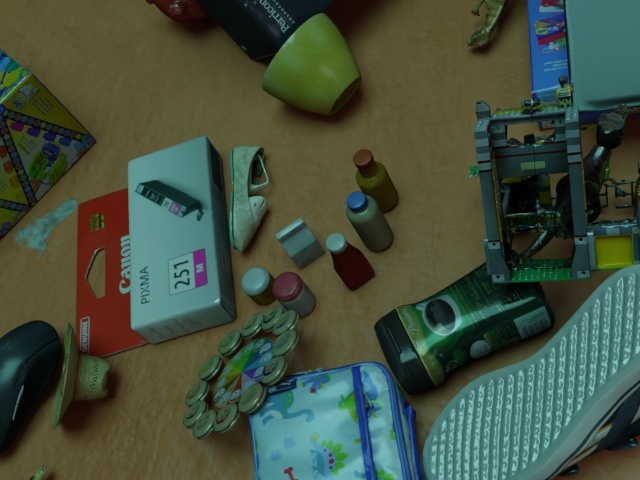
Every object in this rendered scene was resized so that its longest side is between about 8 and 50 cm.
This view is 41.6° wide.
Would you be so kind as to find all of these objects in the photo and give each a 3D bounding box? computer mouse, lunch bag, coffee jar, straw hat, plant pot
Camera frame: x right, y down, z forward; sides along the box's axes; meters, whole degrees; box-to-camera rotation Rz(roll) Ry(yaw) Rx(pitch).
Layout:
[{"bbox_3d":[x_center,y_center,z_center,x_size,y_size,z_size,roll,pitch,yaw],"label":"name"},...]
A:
[{"bbox_3d":[-0.402,0.233,1.070,0.184,0.060,0.262,27,82,31],"label":"computer mouse"},{"bbox_3d":[0.020,0.244,0.893,0.176,0.090,0.219,-13,59,12],"label":"lunch bag"},{"bbox_3d":[0.155,0.092,0.929,0.184,0.079,0.096,-27,51,4],"label":"coffee jar"},{"bbox_3d":[-0.297,0.174,1.069,0.061,0.144,0.145,8,57,-19],"label":"straw hat"},{"bbox_3d":[-0.001,-0.228,1.159,0.095,0.134,0.134,42,82,7],"label":"plant pot"}]

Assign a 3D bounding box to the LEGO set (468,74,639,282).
[{"bbox_3d":[0.293,-0.090,0.858,0.331,0.192,0.255,0,24,27],"label":"LEGO set"}]

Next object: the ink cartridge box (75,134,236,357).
[{"bbox_3d":[-0.243,0.010,1.152,0.238,0.060,0.275,-17,57,11],"label":"ink cartridge box"}]

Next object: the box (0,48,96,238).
[{"bbox_3d":[-0.565,-0.166,1.310,0.290,0.177,0.279,37,80,33],"label":"box"}]

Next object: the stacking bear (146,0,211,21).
[{"bbox_3d":[-0.159,-0.469,1.340,0.175,0.164,0.289,35,83,34],"label":"stacking bear"}]

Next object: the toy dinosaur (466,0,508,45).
[{"bbox_3d":[0.249,-0.361,1.127,0.064,0.112,0.212,12,106,-4],"label":"toy dinosaur"}]

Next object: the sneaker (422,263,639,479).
[{"bbox_3d":[0.250,0.163,0.835,0.321,0.127,0.126,-44,45,24],"label":"sneaker"}]

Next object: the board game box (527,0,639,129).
[{"bbox_3d":[0.432,-0.273,1.028,0.346,0.078,0.234,-5,60,19],"label":"board game box"}]

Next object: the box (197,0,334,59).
[{"bbox_3d":[-0.083,-0.488,1.182,0.312,0.343,0.179,-48,19,-7],"label":"box"}]

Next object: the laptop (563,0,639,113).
[{"bbox_3d":[0.483,-0.356,0.993,0.381,0.237,0.408,-4,29,19],"label":"laptop"}]

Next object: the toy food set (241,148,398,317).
[{"bbox_3d":[0.000,0.000,1.029,0.232,0.104,0.111,-34,55,1],"label":"toy food set"}]

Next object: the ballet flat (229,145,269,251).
[{"bbox_3d":[-0.095,-0.063,1.136,0.052,0.057,0.168,-8,59,6],"label":"ballet flat"}]

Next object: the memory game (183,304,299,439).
[{"bbox_3d":[-0.095,0.150,0.980,0.186,0.012,0.186,-37,25,20],"label":"memory game"}]
